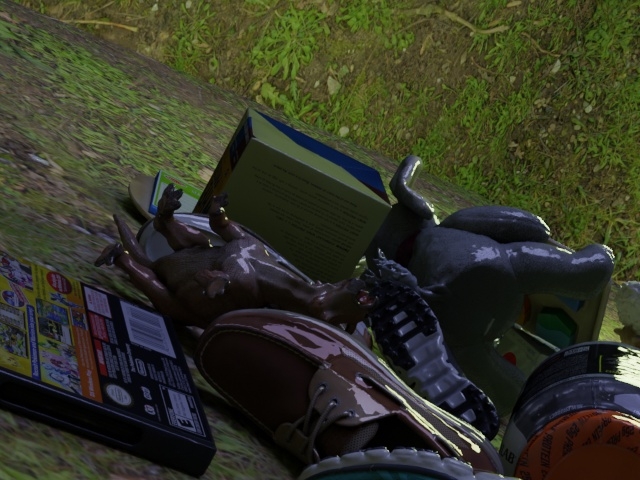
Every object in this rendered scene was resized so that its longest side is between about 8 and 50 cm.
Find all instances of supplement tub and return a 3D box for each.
[{"bbox_3d":[0.295,0.228,1.325,0.207,0.207,0.338,30,10,10],"label":"supplement tub"}]

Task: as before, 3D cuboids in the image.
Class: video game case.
[{"bbox_3d":[-0.228,0.090,1.109,0.248,0.035,0.275,24,12,-22],"label":"video game case"}]

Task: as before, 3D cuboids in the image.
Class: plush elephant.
[{"bbox_3d":[0.164,0.041,1.691,0.330,0.271,0.255,19,18,-26],"label":"plush elephant"}]

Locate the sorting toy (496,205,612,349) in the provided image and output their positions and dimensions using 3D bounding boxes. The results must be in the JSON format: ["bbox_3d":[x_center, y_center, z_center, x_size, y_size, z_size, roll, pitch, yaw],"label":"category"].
[{"bbox_3d":[0.311,0.071,1.791,0.208,0.193,0.038,35,55,30],"label":"sorting toy"}]

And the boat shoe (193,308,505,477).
[{"bbox_3d":[0.026,0.167,1.173,0.324,0.123,0.116,27,13,5],"label":"boat shoe"}]

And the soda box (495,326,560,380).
[{"bbox_3d":[0.386,0.224,1.891,0.286,0.091,0.098,22,13,-29],"label":"soda box"}]

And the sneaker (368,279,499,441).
[{"bbox_3d":[0.125,0.155,1.486,0.234,0.078,0.106,56,-12,23],"label":"sneaker"}]

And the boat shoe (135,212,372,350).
[{"bbox_3d":[-0.070,0.060,1.441,0.302,0.113,0.103,27,5,-12],"label":"boat shoe"}]

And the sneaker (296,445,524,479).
[{"bbox_3d":[0.109,0.243,1.044,0.275,0.110,0.107,13,-27,7],"label":"sneaker"}]

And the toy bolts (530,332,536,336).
[{"bbox_3d":[0.358,0.115,2.368,0.228,0.158,0.218,34,48,-24],"label":"toy bolts"}]

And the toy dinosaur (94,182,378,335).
[{"bbox_3d":[-0.109,0.055,1.338,0.296,0.127,0.200,8,-33,33],"label":"toy dinosaur"}]

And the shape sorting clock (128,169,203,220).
[{"bbox_3d":[-0.178,-0.029,1.779,0.206,0.040,0.206,27,23,-13],"label":"shape sorting clock"}]

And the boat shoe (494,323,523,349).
[{"bbox_3d":[0.269,0.147,1.991,0.095,0.079,0.254,31,11,11],"label":"boat shoe"}]

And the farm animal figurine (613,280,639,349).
[{"bbox_3d":[0.601,0.253,2.065,0.330,0.172,0.326,35,-29,31],"label":"farm animal figurine"}]

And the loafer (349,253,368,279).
[{"bbox_3d":[0.000,0.000,1.852,0.112,0.111,0.319,62,22,14],"label":"loafer"}]

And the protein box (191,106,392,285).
[{"bbox_3d":[-0.050,-0.025,1.615,0.200,0.201,0.136,26,18,-14],"label":"protein box"}]
